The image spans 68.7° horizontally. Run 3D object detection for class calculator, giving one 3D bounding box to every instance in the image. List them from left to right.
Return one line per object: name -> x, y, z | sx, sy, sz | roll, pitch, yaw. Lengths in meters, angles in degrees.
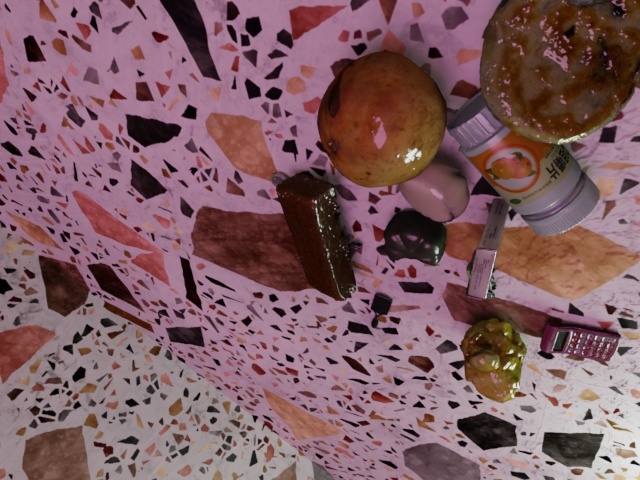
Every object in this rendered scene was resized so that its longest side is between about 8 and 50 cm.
calculator -> 0.734, 0.286, 1.331 | 0.190, 0.034, 0.127 | 7, 132, 17

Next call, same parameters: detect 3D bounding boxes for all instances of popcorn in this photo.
popcorn -> 0.499, 0.350, 1.384 | 0.192, 0.233, 0.266 | -3, 154, 39

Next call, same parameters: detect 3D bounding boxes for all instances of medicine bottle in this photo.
medicine bottle -> 0.407, 0.018, 1.138 | 0.052, 0.201, 0.171 | 15, 135, 21
medicine bottle -> 0.420, -0.170, 0.983 | 0.318, 0.158, 0.158 | 43, 137, -12

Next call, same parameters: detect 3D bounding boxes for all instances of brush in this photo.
brush -> 0.199, 0.247, 1.610 | 0.062, 0.016, 0.193 | 22, 137, 11

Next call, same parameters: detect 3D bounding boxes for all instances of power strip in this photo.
power strip -> -0.113, -0.171, 1.379 | 0.083, 0.035, 0.055 | 14, 135, 22

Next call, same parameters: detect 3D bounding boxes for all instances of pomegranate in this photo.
pomegranate -> 0.131, -0.249, 0.998 | 0.281, 0.281, 0.281 | 16, 136, 16

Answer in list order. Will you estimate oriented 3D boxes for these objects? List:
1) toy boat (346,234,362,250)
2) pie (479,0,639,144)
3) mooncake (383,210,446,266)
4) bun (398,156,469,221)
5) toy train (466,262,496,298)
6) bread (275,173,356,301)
toy boat -> 0.090, 0.001, 1.427 | 0.083, 0.038, 0.038 | 27, 138, 11
pie -> 0.425, -0.317, 0.823 | 0.302, 0.067, 0.303 | 1, 109, 3
mooncake -> 0.256, 0.004, 1.286 | 0.168, 0.104, 0.175 | 43, 140, -21
bun -> 0.284, -0.133, 1.122 | 0.173, 0.120, 0.173 | 40, 172, 7
toy train -> 0.453, 0.115, 1.316 | 0.081, 0.050, 0.122 | 8, 134, 29
bread -> 0.000, 0.000, 1.396 | 0.165, 0.113, 0.417 | 27, 145, 40
